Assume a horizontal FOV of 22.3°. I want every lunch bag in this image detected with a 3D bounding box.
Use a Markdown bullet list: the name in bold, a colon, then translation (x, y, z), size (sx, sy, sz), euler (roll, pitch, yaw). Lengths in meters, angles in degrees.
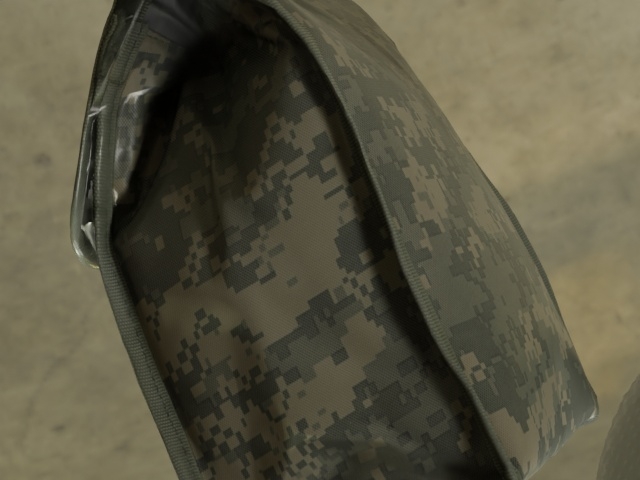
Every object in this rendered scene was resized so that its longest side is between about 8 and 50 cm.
- **lunch bag**: translation (0.000, 0.000, 0.801), size (0.169, 0.287, 0.235), euler (-24, 175, 18)

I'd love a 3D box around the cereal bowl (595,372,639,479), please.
- **cereal bowl**: translation (0.316, 0.143, 1.032), size (0.339, 0.339, 0.141), euler (-30, 129, 21)
